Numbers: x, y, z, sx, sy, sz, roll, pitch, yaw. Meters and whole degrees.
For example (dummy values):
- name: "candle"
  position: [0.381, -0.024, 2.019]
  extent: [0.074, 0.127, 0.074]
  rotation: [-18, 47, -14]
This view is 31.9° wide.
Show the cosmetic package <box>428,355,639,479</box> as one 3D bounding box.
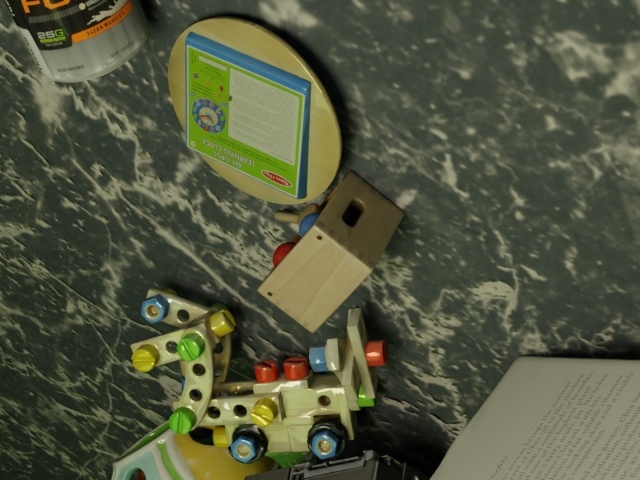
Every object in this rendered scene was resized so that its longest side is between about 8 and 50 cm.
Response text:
- name: "cosmetic package"
  position: [0.281, 0.238, 0.967]
  extent: [0.161, 0.230, 0.453]
  rotation: [44, 162, -14]

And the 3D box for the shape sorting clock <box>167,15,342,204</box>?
- name: "shape sorting clock"
  position: [-0.065, -0.125, 1.096]
  extent: [0.206, 0.040, 0.206]
  rotation: [21, 132, 26]

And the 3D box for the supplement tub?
- name: "supplement tub"
  position: [-0.242, -0.252, 1.030]
  extent: [0.117, 0.117, 0.190]
  rotation: [7, 135, 32]

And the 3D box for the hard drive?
- name: "hard drive"
  position: [0.096, 0.363, 1.381]
  extent: [0.237, 0.064, 0.339]
  rotation: [-21, 135, 41]

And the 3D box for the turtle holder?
- name: "turtle holder"
  position: [-0.151, 0.350, 1.513]
  extent: [0.227, 0.243, 0.320]
  rotation: [56, 147, -1]

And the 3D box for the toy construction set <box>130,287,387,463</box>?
- name: "toy construction set"
  position: [-0.059, 0.156, 1.325]
  extent: [0.327, 0.151, 0.215]
  rotation: [-2, 105, 29]

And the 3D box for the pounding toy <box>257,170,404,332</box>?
- name: "pounding toy"
  position: [0.000, 0.000, 1.126]
  extent: [0.100, 0.141, 0.130]
  rotation: [38, 128, -4]
